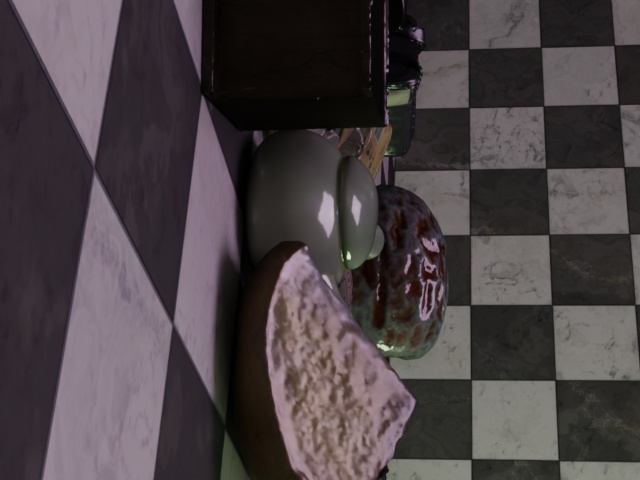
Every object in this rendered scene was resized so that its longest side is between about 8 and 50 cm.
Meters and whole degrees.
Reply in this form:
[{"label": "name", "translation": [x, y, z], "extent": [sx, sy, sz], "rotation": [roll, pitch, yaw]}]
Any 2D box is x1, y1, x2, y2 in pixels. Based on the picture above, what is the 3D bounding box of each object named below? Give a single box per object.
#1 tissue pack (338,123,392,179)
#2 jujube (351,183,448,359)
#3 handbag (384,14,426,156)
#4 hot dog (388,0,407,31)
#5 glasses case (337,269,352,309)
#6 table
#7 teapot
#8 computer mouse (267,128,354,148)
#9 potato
[{"label": "tissue pack", "translation": [0.037, -0.126, 1.839], "extent": [0.186, 0.090, 0.222], "rotation": [-64, 172, -2]}, {"label": "jujube", "translation": [0.117, 0.056, 2.144], "extent": [0.246, 0.215, 0.308], "rotation": [48, 41, -80]}, {"label": "handbag", "translation": [0.086, -0.278, 2.087], "extent": [0.254, 0.181, 0.181], "rotation": [-83, 177, -51]}, {"label": "hot dog", "translation": [0.033, -0.435, 1.518], "extent": [0.107, 0.194, 0.326], "rotation": [-43, 136, -39]}, {"label": "glasses case", "translation": [0.005, 0.082, 1.800], "extent": [0.314, 0.075, 0.122], "rotation": [-44, 130, -80]}, {"label": "table", "translation": [-0.020, -0.216, 1.258], "extent": [0.193, 0.169, 0.172], "rotation": [32, 57, -80]}, {"label": "teapot", "translation": [0.000, -0.038, 1.480], "extent": [0.318, 0.149, 0.220], "rotation": [-67, 157, -70]}, {"label": "computer mouse", "translation": [0.013, -0.186, 1.575], "extent": [0.236, 0.082, 0.145], "rotation": [-53, 163, -42]}, {"label": "potato", "translation": [-0.052, 0.164, 1.313], "extent": [0.189, 0.211, 0.264], "rotation": [-44, 107, -30]}]
